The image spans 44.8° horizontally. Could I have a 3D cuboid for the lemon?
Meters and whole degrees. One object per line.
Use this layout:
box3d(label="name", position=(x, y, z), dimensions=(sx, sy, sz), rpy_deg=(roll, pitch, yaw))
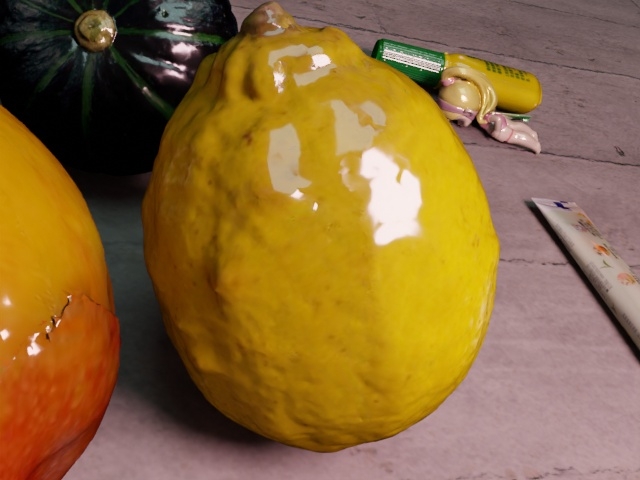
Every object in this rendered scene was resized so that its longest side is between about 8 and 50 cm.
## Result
box3d(label="lemon", position=(0.002, 0.006, 0.597), dimensions=(0.285, 0.316, 0.285), rpy_deg=(14, 42, -13))

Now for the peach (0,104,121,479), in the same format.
box3d(label="peach", position=(-0.291, 0.035, 0.438), dimensions=(0.372, 0.290, 0.372), rpy_deg=(22, 10, -4))

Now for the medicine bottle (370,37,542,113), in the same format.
box3d(label="medicine bottle", position=(0.203, -0.249, 1.165), dimensions=(0.260, 0.064, 0.095), rpy_deg=(13, 27, -13))

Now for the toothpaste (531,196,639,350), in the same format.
box3d(label="toothpaste", position=(0.357, 0.052, 0.933), dimensions=(0.056, 0.058, 0.314), rpy_deg=(-29, 47, 7))

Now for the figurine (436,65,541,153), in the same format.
box3d(label="figurine", position=(0.244, -0.185, 1.118), dimensions=(0.187, 0.083, 0.083), rpy_deg=(26, 39, -13))

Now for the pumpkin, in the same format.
box3d(label="pumpkin", position=(-0.204, -0.187, 0.805), dimensions=(0.248, 0.248, 0.248), rpy_deg=(14, 41, -13))
